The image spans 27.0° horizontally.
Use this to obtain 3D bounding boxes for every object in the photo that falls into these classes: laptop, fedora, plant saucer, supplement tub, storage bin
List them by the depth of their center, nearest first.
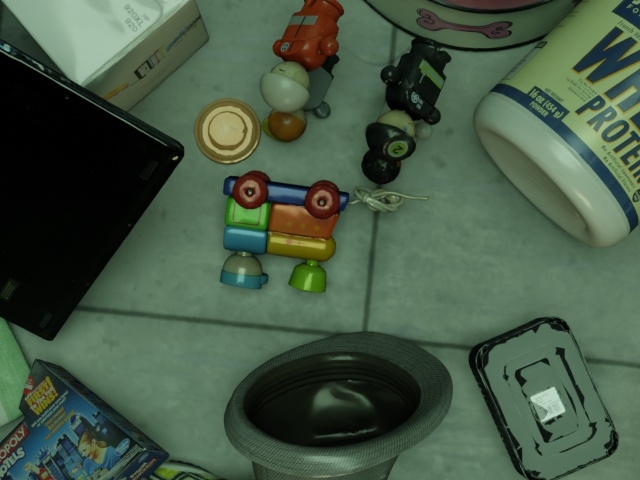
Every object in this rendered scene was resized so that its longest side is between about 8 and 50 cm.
[{"bbox_3d":[-0.384,-0.154,1.528,0.408,0.382,0.236,30,43,-13],"label":"laptop"},{"bbox_3d":[0.366,-0.177,1.564,0.325,0.235,0.235,-45,87,-3],"label":"supplement tub"},{"bbox_3d":[0.020,0.227,1.568,0.244,0.275,0.124,23,126,38],"label":"fedora"},{"bbox_3d":[0.268,0.192,1.615,0.122,0.084,0.180,-24,85,-2],"label":"storage bin"},{"bbox_3d":[-0.117,-0.138,1.674,0.083,0.013,0.083,0,86,0],"label":"plant saucer"}]

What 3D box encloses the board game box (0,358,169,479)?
[{"bbox_3d":[-0.309,0.246,1.578,0.194,0.060,0.194,-44,61,6],"label":"board game box"}]

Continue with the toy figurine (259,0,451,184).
[{"bbox_3d":[0.035,-0.166,1.577,0.213,0.209,0.148,23,75,1],"label":"toy figurine"}]

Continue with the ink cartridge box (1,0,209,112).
[{"bbox_3d":[-0.255,-0.270,1.573,0.168,0.232,0.171,-41,86,-3],"label":"ink cartridge box"}]

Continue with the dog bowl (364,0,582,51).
[{"bbox_3d":[0.203,-0.447,1.628,0.408,0.150,0.408,0,85,0],"label":"dog bowl"}]

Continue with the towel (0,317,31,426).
[{"bbox_3d":[-0.529,0.157,1.588,0.325,0.038,0.248,-26,87,-25],"label":"towel"}]

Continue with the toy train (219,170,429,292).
[{"bbox_3d":[0.000,0.000,1.626,0.248,0.105,0.143,8,96,1],"label":"toy train"}]

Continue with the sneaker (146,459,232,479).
[{"bbox_3d":[-0.139,0.336,1.574,0.385,0.147,0.145,-3,88,2],"label":"sneaker"}]
